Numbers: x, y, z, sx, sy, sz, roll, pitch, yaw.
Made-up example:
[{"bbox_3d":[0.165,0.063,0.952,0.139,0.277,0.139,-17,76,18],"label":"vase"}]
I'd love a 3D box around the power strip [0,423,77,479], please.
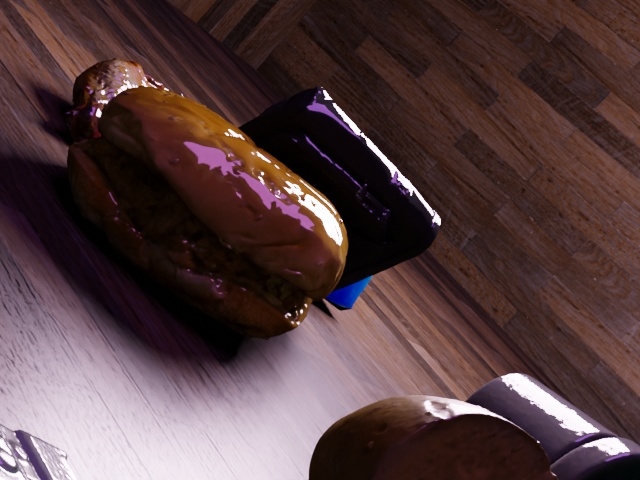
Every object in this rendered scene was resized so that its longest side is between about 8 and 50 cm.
[{"bbox_3d":[-0.175,0.110,0.615,0.216,0.061,0.145,50,4,39],"label":"power strip"}]

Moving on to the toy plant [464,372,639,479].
[{"bbox_3d":[0.299,0.316,1.336,0.185,0.279,0.400,-15,37,-27],"label":"toy plant"}]

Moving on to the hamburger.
[{"bbox_3d":[-0.111,-0.034,1.286,0.318,0.158,0.318,37,5,-4],"label":"hamburger"}]

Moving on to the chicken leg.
[{"bbox_3d":[-0.226,-0.135,1.556,0.322,0.083,0.177,35,26,-56],"label":"chicken leg"}]

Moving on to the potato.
[{"bbox_3d":[0.064,0.191,0.979,0.203,0.178,0.158,18,6,-38],"label":"potato"}]

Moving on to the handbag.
[{"bbox_3d":[-0.022,-0.037,1.472,0.244,0.275,0.088,45,47,-20],"label":"handbag"}]

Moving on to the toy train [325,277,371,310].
[{"bbox_3d":[0.000,0.000,1.777,0.083,0.131,0.204,30,3,-35],"label":"toy train"}]
